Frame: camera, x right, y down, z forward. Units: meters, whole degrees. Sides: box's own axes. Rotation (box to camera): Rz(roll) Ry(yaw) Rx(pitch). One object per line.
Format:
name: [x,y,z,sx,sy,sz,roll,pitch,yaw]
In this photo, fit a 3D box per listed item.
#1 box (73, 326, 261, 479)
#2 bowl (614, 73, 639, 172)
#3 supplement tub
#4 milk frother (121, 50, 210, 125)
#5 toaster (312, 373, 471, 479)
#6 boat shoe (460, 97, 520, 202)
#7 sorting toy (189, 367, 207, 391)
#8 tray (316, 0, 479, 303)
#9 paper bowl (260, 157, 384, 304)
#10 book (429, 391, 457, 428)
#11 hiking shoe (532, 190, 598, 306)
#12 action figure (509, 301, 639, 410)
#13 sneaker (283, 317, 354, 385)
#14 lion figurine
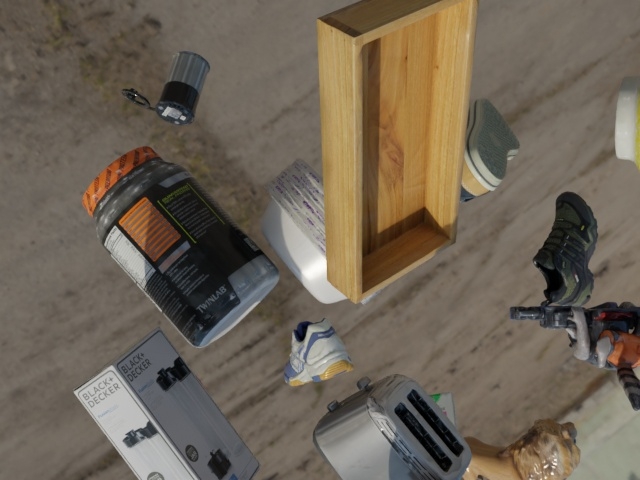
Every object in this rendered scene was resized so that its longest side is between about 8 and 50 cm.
box: [-0.232,0.296,1.348,0.087,0.290,0.169,-35,-178,21]
bowl: [0.485,-0.164,1.163,0.289,0.156,0.289,-24,117,-61]
supplement tub: [-0.253,0.007,1.542,0.207,0.338,0.207,-42,174,-6]
milk frother: [-0.323,-0.327,1.806,0.129,0.134,0.143,-15,142,42]
toaster: [0.109,0.301,1.230,0.146,0.227,0.129,-45,171,38]
boat shoe: [0.397,-0.233,2.215,0.156,0.187,0.500,-34,-169,29]
sorting toy: [-0.327,0.352,1.843,0.126,0.127,0.365,-36,173,-21]
tray: [0.098,-0.125,1.141,0.203,0.076,0.411,-29,138,-28]
paper bowl: [0.000,0.000,1.573,0.148,0.284,0.284,-40,159,1]
book: [0.261,0.421,1.955,0.096,0.144,0.035,-14,150,19]
hiking shoe: [0.468,0.017,1.670,0.114,0.226,0.086,-1,177,-30]
action figure: [0.569,0.222,1.793,0.341,0.178,0.330,1,-175,-1]
sneaker: [-0.014,0.237,1.873,0.112,0.131,0.296,-18,173,-24]
lion figurine: [0.410,0.506,1.950,0.392,0.240,0.142,-11,-150,37]
